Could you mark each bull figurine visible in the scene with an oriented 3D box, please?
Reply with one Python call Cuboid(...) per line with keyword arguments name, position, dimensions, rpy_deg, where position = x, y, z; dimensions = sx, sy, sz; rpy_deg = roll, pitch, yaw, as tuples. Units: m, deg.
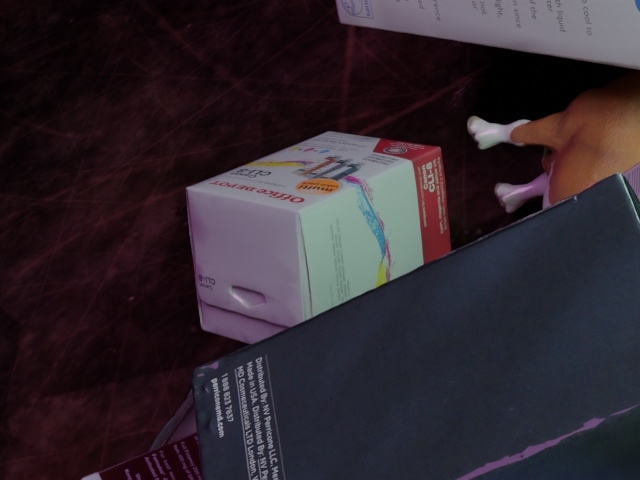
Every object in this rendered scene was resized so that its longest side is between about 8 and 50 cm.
Cuboid(name="bull figurine", position=(0.211, -0.040, 1.262), dimensions=(0.188, 0.101, 0.310), rpy_deg=(-14, 44, 30))

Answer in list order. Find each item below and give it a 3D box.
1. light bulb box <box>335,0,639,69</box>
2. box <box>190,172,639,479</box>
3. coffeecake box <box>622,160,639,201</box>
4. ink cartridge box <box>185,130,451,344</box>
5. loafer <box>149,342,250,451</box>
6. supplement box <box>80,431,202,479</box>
Cuboid(name="light bulb box", position=(0.241, -0.316, 1.307), dimensions=(0.361, 0.225, 0.358), rpy_deg=(16, 38, 43))
Cuboid(name="box", position=(0.122, 0.162, 0.988), dimensions=(0.294, 0.296, 0.182), rpy_deg=(-27, 42, 13))
Cuboid(name="coffeecake box", position=(0.255, 0.029, 1.067), dimensions=(0.142, 0.185, 0.068), rpy_deg=(-38, 32, 46))
Cuboid(name="ink cartridge box", position=(0.000, 0.000, 1.295), dimensions=(0.128, 0.127, 0.176), rpy_deg=(12, 27, 40))
Cuboid(name="loafer", position=(-0.099, 0.201, 1.274), dimensions=(0.095, 0.109, 0.302), rpy_deg=(-17, 35, 49))
Cuboid(name="supplement box", position=(-0.054, 0.175, 1.149), dimensions=(0.239, 0.130, 0.073), rpy_deg=(-21, 70, -23))
